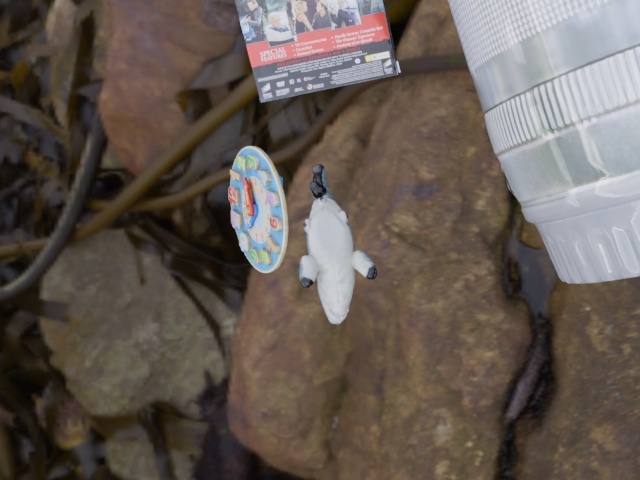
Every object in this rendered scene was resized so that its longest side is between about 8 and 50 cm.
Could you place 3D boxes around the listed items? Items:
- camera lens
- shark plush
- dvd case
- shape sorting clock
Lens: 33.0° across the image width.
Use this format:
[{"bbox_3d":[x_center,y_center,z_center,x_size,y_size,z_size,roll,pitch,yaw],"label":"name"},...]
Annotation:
[{"bbox_3d":[0.163,-0.140,0.487,0.219,0.219,0.274,-18,89,30],"label":"camera lens"},{"bbox_3d":[0.000,0.000,1.072,0.073,0.067,0.161,-18,66,-7],"label":"shark plush"},{"bbox_3d":[-0.007,-0.145,0.625,0.087,0.013,0.120,-11,117,7],"label":"dvd case"},{"bbox_3d":[-0.104,-0.049,1.739,0.206,0.040,0.206,172,90,-67],"label":"shape sorting clock"}]
